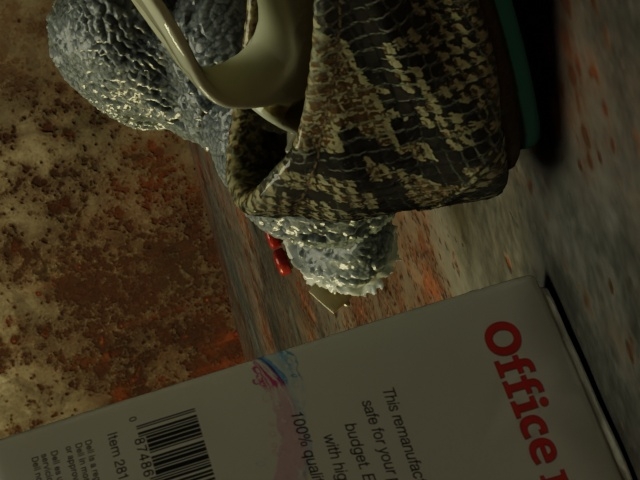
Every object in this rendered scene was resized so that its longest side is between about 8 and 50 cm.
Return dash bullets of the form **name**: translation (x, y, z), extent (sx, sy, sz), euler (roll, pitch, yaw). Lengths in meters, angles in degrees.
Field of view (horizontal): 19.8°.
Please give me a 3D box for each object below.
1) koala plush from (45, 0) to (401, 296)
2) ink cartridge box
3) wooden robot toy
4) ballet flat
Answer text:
- **koala plush**: translation (-0.025, -0.082, 1.031), extent (0.221, 0.203, 0.196), euler (58, 167, 24)
- **ink cartridge box**: translation (0.006, 0.160, 0.854), extent (0.117, 0.278, 0.201), euler (79, 172, -58)
- **wooden robot toy**: translation (0.000, 0.000, 1.449), extent (0.079, 0.076, 0.173), euler (65, -175, -57)
- **ballet flat**: translation (-0.021, -0.190, 0.682), extent (0.164, 0.182, 0.483), euler (-113, 11, -48)
